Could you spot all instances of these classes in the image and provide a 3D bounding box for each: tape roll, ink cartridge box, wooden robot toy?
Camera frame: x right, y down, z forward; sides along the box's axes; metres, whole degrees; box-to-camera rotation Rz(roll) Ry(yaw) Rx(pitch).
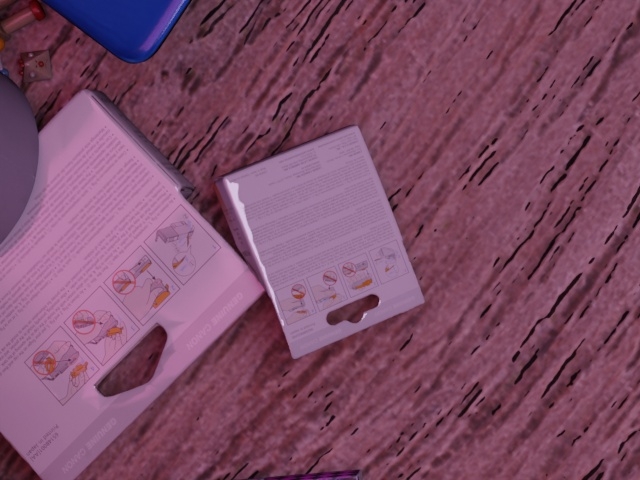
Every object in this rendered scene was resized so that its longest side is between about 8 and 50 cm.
[{"bbox_3d":[-0.375,-0.076,1.408,0.219,0.072,0.219,-8,72,25],"label":"tape roll"},{"bbox_3d":[-0.232,0.049,1.432,0.296,0.066,0.261,-44,85,8],"label":"ink cartridge box"},{"bbox_3d":[0.000,0.000,1.381,0.145,0.045,0.179,-22,96,-19],"label":"ink cartridge box"},{"bbox_3d":[-0.319,-0.226,1.430,0.076,0.079,0.173,-32,87,9],"label":"wooden robot toy"}]

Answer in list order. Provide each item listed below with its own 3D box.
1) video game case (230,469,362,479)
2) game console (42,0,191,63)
[{"bbox_3d":[-0.064,0.333,1.426,0.232,0.042,0.210,-7,91,9],"label":"video game case"},{"bbox_3d":[-0.153,-0.330,1.342,0.173,0.250,0.293,34,97,-13],"label":"game console"}]
